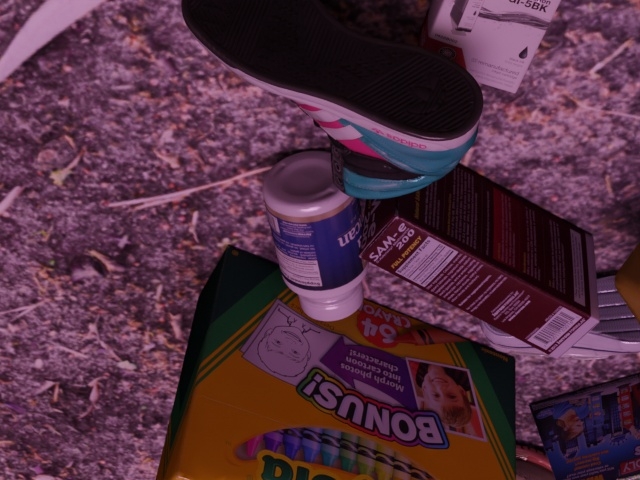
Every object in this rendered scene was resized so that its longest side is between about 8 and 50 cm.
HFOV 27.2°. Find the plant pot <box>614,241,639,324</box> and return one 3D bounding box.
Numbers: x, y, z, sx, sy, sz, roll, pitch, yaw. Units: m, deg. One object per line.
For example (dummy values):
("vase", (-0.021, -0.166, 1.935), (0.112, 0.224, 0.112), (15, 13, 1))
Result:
("plant pot", (0.412, 0.048, 1.260), (0.187, 0.212, 0.212), (17, 152, 52))

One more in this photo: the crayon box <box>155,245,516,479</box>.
("crayon box", (0.028, 0.204, 1.391), (0.363, 0.313, 0.106), (21, 131, -12))

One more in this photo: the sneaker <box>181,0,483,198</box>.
("sneaker", (0.011, -0.136, 1.224), (0.295, 0.124, 0.178), (29, 160, 15))

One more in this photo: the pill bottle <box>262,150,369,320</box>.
("pill bottle", (0.000, 0.000, 1.358), (0.094, 0.094, 0.169), (-3, 132, 10))

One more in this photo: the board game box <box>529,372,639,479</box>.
("board game box", (0.333, 0.246, 1.470), (0.194, 0.194, 0.060), (-19, 127, 23))

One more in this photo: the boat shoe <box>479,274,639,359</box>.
("boat shoe", (0.287, 0.086, 1.424), (0.226, 0.083, 0.076), (2, 155, 13))

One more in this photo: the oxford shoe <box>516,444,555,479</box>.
("oxford shoe", (0.176, 0.320, 1.587), (0.397, 0.146, 0.140), (22, 130, -12))

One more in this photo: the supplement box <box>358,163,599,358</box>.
("supplement box", (0.160, 0.007, 1.320), (0.239, 0.130, 0.073), (28, 130, -16))

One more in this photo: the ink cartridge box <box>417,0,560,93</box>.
("ink cartridge box", (0.154, -0.210, 1.175), (0.099, 0.056, 0.135), (16, 132, -6))
